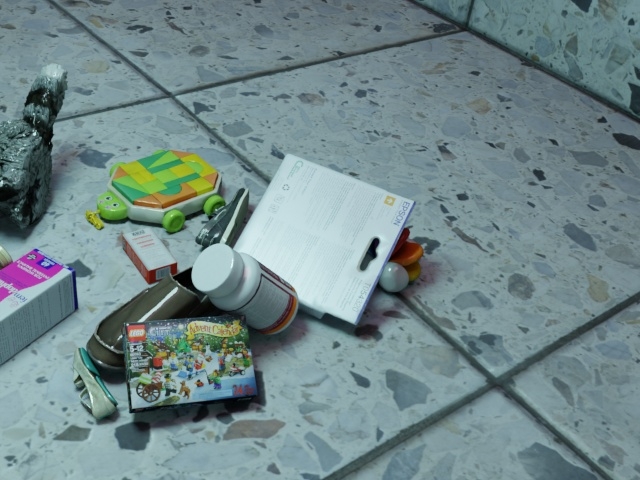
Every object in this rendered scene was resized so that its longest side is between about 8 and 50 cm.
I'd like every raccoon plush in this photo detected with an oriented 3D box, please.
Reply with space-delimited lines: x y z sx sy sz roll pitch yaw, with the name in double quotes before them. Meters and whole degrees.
"raccoon plush" -0.774 -0.207 1.847 0.299 0.216 0.447 10 60 1

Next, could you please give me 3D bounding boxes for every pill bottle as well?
"pill bottle" -0.148 0.097 1.598 0.121 0.221 0.121 -17 56 27

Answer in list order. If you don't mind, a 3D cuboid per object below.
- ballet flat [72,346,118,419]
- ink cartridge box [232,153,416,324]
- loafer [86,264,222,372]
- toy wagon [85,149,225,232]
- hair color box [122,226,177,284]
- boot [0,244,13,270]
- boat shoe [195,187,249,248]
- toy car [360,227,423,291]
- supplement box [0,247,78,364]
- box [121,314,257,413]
"ballet flat" -0.429 0.262 1.481 0.052 0.057 0.168 -37 49 -10
"ink cartridge box" 0.000 0.000 1.786 0.330 0.071 0.324 23 68 15
"loafer" -0.313 0.126 1.607 0.133 0.130 0.366 33 43 20
"toy wagon" -0.410 -0.119 1.973 0.344 0.068 0.267 -24 47 -36
"hair color box" -0.382 0.033 1.799 0.072 0.043 0.141 -17 45 -30
"boot" -0.725 0.078 1.592 0.213 0.077 0.165 -9 28 32
"boat shoe" -0.225 -0.058 1.918 0.079 0.084 0.233 15 40 7
"toy car" 0.150 0.020 1.847 0.182 0.136 0.159 19 38 13
"supplement box" -0.595 0.129 1.572 0.111 0.114 0.220 25 41 19
"box" -0.244 0.226 1.494 0.233 0.044 0.159 -2 69 -23
